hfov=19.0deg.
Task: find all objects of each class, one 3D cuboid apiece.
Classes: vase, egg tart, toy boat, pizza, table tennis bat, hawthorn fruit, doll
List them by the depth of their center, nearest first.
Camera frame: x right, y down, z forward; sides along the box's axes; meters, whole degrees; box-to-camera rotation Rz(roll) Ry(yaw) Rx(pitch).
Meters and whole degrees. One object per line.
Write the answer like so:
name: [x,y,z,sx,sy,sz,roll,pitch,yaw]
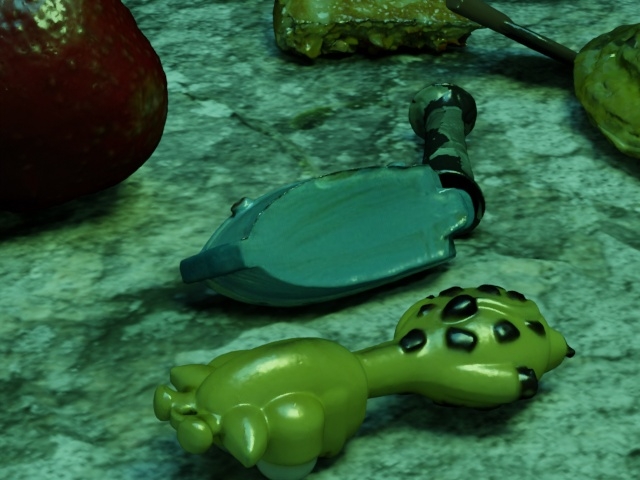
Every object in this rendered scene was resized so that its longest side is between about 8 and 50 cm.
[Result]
doll: [0.032,0.088,1.215,0.291,0.086,0.117,-14,29,-30]
toy boat: [0.000,0.000,1.391,0.215,0.088,0.102,-13,-1,-24]
hawthorn fruit: [-0.259,-0.118,1.440,0.266,0.210,0.230,-19,33,-24]
vase: [0.099,-0.066,1.518,0.059,0.059,0.167,3,29,1]
egg tart: [0.357,-0.132,1.596,0.297,0.132,0.297,7,32,-4]
table tennis bat: [0.154,-0.138,1.695,0.170,0.119,0.107,21,6,-38]
pizza: [0.060,-0.210,1.773,0.199,0.062,0.188,17,45,13]
